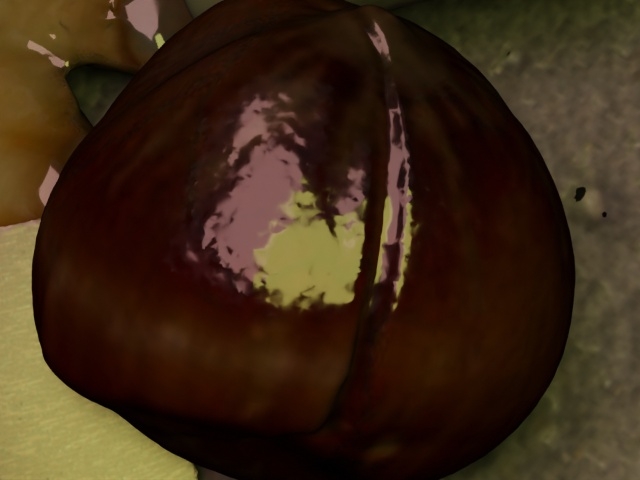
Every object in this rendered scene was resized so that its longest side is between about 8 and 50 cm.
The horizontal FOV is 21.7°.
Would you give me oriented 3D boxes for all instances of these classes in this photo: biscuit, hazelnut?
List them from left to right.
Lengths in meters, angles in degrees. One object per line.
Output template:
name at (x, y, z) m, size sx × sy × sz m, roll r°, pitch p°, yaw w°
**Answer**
biscuit at (-0.207, -0.090, 0.898) m, size 0.290 × 0.062 × 0.237 m, roll 13°, pitch 75°, yaw 22°
hazelnut at (0.000, 0.000, 0.715) m, size 0.229 × 0.229 × 0.230 m, roll -6°, pitch 68°, yaw 15°

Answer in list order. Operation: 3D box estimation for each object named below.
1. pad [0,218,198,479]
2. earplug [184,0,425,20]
pad at (-0.198, 0.092, 0.789) m, size 0.266 × 0.002 × 0.176 m, roll -12°, pitch 85°, yaw -8°
earplug at (0.088, -0.191, 0.771) m, size 0.301 × 0.172 × 0.172 m, roll -9°, pitch 67°, yaw 19°
